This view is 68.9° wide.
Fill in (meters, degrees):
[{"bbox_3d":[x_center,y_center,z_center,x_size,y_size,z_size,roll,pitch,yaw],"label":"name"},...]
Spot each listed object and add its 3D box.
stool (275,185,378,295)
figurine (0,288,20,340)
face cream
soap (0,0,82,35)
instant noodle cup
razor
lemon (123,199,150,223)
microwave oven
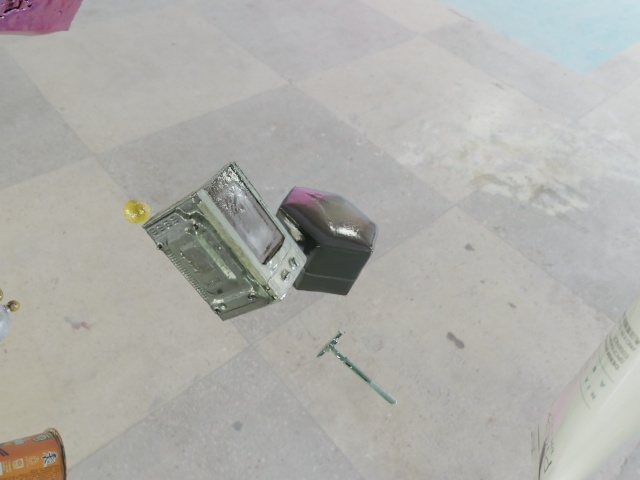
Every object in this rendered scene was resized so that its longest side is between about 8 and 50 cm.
[{"bbox_3d":[0.000,0.000,0.971,0.232,0.141,0.232,20,30,-12],"label":"stool"},{"bbox_3d":[-0.544,0.112,0.758,0.068,0.143,0.101,33,8,38],"label":"figurine"},{"bbox_3d":[0.209,0.106,0.330,0.058,0.244,0.092,24,37,12],"label":"face cream"},{"bbox_3d":[-0.387,-0.357,0.457,0.325,0.127,0.220,45,20,-11],"label":"soap"},{"bbox_3d":[-0.639,0.508,0.931,0.182,0.230,0.230,10,39,-45],"label":"instant noodle cup"},{"bbox_3d":[0.092,0.304,1.069,0.211,0.036,0.084,43,99,0],"label":"razor"},{"bbox_3d":[-0.483,-0.076,1.229,0.092,0.065,0.065,1,40,38],"label":"lemon"},{"bbox_3d":[-0.149,0.009,0.735,0.205,0.163,0.129,53,34,-17],"label":"microwave oven"}]
